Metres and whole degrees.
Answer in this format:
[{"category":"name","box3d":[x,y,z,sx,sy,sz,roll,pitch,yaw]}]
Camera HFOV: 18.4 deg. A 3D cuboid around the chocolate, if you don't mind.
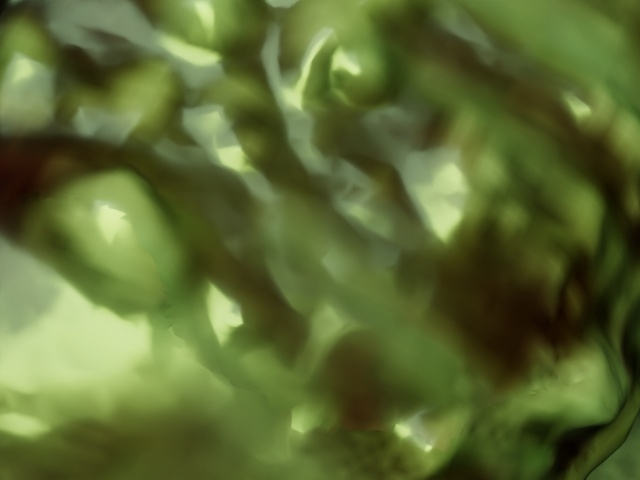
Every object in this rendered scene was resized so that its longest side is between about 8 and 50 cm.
[{"category":"chocolate","box3d":[0.000,0.000,0.555,0.210,0.225,0.340,25,67,7]}]
